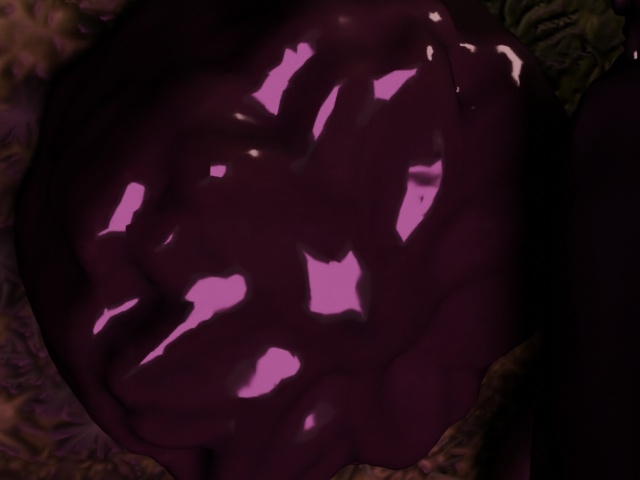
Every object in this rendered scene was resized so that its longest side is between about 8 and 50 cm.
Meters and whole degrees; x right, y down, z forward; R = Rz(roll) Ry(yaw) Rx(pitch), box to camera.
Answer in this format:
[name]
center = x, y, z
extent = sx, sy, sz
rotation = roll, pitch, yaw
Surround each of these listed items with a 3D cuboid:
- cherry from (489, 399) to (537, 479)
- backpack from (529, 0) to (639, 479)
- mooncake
[cherry]
center = 0.193, 0.173, 0.814
extent = 0.188, 0.115, 0.148
rotation = 40, 77, -44
[backpack]
center = 0.290, -0.010, 0.626
extent = 0.445, 0.255, 0.363
rotation = -28, 135, -30
[mooncake]
center = 0.000, 0.000, 0.585
extent = 0.283, 0.141, 0.283
rotation = -15, 127, -21
